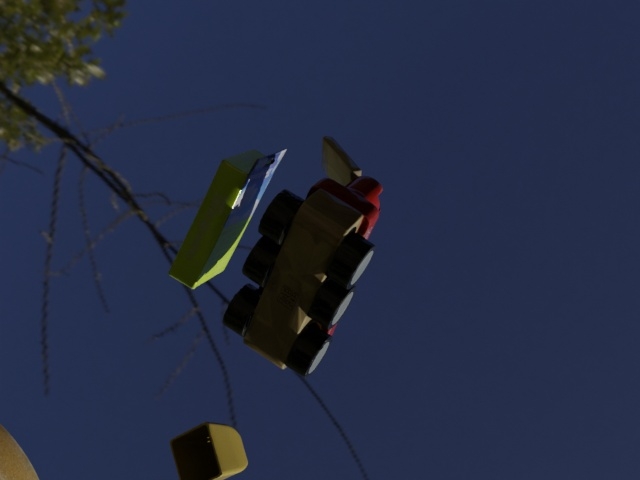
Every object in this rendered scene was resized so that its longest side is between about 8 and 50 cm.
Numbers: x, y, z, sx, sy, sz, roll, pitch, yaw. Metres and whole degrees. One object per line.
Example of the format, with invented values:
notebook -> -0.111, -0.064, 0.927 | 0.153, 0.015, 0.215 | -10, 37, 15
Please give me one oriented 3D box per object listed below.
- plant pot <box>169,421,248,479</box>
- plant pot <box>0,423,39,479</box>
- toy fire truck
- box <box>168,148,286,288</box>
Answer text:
plant pot -> -0.152, 0.311, 1.600 | 0.081, 0.083, 0.081 | -31, -113, 32
plant pot -> -0.291, 0.186, 0.700 | 0.237, 0.032, 0.236 | 1, -70, 3
toy fire truck -> 0.000, 0.000, 1.292 | 0.159, 0.246, 0.217 | 32, -53, 12
box -> -0.110, -0.036, 1.317 | 0.042, 0.109, 0.178 | 31, -72, 8
